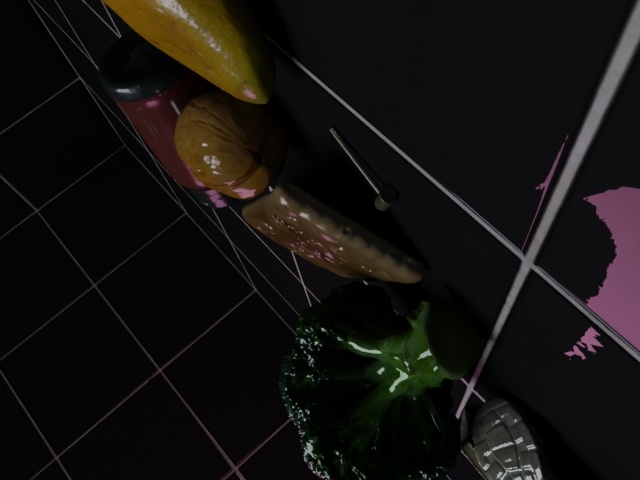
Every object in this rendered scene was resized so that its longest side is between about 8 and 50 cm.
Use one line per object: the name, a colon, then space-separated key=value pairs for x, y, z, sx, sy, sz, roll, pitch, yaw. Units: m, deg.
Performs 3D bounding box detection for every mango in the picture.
mango: x=-0.159 y=-0.266 z=0.682 sx=0.317 sy=0.119 sz=0.176 roll=46 pitch=161 yaw=-5

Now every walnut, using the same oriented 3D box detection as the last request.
walnut: x=-0.122 y=-0.133 z=0.893 sx=0.144 sy=0.144 sz=0.180 roll=56 pitch=171 yaw=-27

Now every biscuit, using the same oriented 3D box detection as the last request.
biscuit: x=0.000 y=0.000 z=0.928 sx=0.217 sy=0.044 sz=0.325 roll=32 pitch=171 yaw=-12

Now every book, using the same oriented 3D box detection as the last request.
book: x=0.271 y=0.346 z=1.022 sx=0.157 sy=0.026 sz=0.231 roll=48 pitch=-173 yaw=9

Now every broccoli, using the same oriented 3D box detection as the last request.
broccoli: x=0.087 y=0.191 z=0.883 sx=0.298 sy=0.297 sz=0.297 roll=50 pitch=145 yaw=0

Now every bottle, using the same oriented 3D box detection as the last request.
bottle: x=-0.216 y=-0.178 z=1.091 sx=0.144 sy=0.144 sz=0.336 roll=41 pitch=166 yaw=36

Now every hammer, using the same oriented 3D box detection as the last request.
hammer: x=0.046 y=-0.083 z=0.743 sx=0.110 sy=0.019 sz=0.035 roll=55 pitch=168 yaw=5

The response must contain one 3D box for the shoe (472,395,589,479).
shoe: x=0.298 y=0.310 z=0.880 sx=0.099 sy=0.125 sz=0.228 roll=-45 pitch=56 yaw=44
